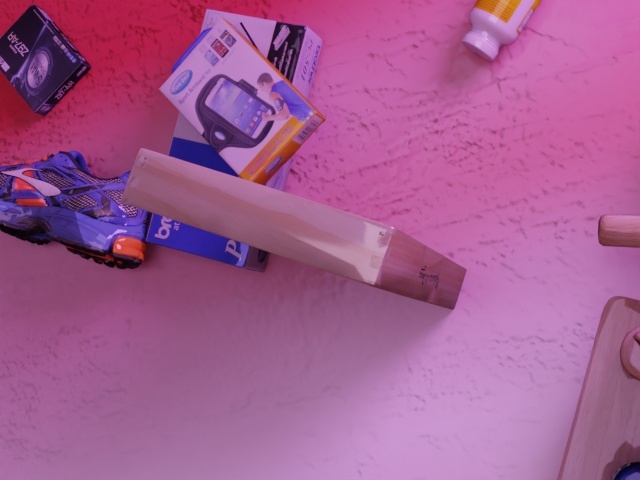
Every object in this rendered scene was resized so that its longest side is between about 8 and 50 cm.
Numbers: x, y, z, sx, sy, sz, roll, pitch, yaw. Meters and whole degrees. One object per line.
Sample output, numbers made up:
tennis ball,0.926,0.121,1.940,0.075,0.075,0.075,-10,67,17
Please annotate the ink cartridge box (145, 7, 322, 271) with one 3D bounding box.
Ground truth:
ink cartridge box,-0.073,-0.086,0.812,0.097,0.046,0.207,15,89,19

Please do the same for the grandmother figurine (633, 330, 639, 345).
grandmother figurine,0.318,-0.054,0.535,0.208,0.104,0.342,38,93,33

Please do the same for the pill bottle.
pill bottle,0.147,-0.186,0.755,0.043,0.043,0.083,34,95,17

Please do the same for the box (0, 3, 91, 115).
box,-0.264,-0.169,0.894,0.067,0.018,0.083,-43,75,9

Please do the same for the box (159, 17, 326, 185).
box,-0.070,-0.116,0.775,0.081,0.028,0.136,-47,74,9

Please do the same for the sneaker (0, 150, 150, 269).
sneaker,-0.244,-0.041,0.854,0.221,0.083,0.087,16,76,13

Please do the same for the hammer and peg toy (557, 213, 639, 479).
hammer and peg toy,0.294,0.135,0.636,0.265,0.127,0.362,14,87,19

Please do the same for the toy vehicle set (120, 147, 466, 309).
toy vehicle set,0.000,0.000,0.666,0.165,0.267,0.035,18,89,19
